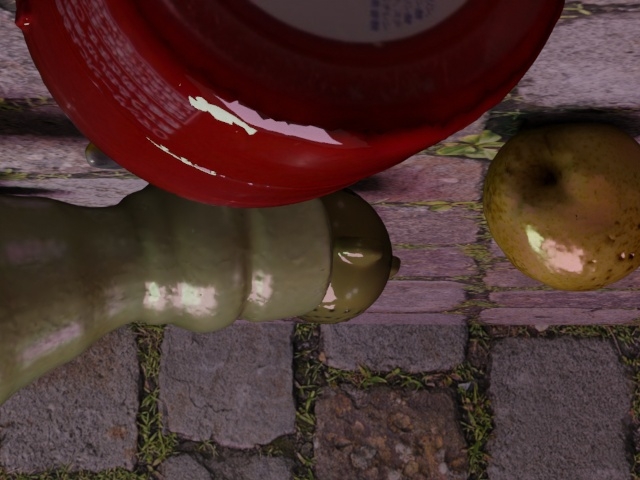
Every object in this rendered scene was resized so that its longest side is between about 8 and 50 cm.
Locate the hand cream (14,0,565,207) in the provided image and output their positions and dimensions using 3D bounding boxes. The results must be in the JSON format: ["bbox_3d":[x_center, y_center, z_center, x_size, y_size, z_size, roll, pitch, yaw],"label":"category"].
[{"bbox_3d":[-0.014,-0.131,0.712,0.230,0.230,0.149,4,169,-18],"label":"hand cream"}]

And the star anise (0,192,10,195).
[{"bbox_3d":[-0.460,-0.007,1.926,0.315,0.108,0.315,-3,165,-1],"label":"star anise"}]

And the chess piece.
[{"bbox_3d":[-0.218,0.030,1.590,0.442,0.234,0.234,-12,176,-21],"label":"chess piece"}]

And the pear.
[{"bbox_3d":[0.235,-0.038,1.549,0.178,0.178,0.178,1,171,0],"label":"pear"}]

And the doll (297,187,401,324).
[{"bbox_3d":[-0.047,0.012,1.843,0.261,0.161,0.177,2,170,11],"label":"doll"}]

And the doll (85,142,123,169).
[{"bbox_3d":[-0.076,-0.089,1.377,0.145,0.103,0.316,15,-177,13],"label":"doll"}]
